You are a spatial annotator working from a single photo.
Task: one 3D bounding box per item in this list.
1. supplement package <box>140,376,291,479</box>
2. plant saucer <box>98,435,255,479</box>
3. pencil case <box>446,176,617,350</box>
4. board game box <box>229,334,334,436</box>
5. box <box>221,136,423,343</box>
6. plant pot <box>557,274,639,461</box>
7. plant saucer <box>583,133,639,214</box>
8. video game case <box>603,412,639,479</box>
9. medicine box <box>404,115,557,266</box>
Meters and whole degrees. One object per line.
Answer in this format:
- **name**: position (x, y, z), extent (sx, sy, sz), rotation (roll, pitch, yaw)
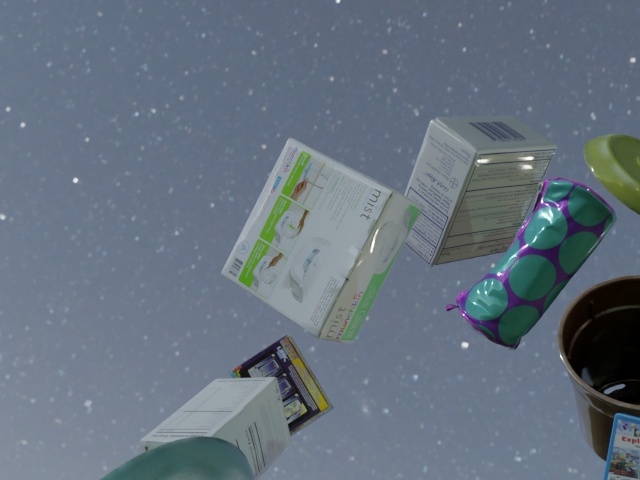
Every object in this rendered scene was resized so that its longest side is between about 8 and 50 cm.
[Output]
- **supplement package**: position (-0.173, 0.346, 1.472), extent (0.139, 0.244, 0.134), rotation (-6, -76, 27)
- **plant saucer**: position (-0.172, 0.338, 0.837), extent (0.043, 0.317, 0.317), rotation (31, -22, 33)
- **pencil case**: position (0.179, 0.019, 0.729), extent (0.070, 0.152, 0.064), rotation (36, 6, 5)
- **board game box**: position (-0.077, 0.294, 1.686), extent (0.141, 0.170, 0.048), rotation (-32, -21, 0)
- **box**: position (0.000, 0.000, 1.419), extent (0.231, 0.262, 0.127), rotation (29, 5, 31)
- **plant pot**: position (0.338, 0.153, 0.911), extent (0.167, 0.167, 0.165), rotation (6, -41, 21)
- **plant saucer**: position (0.574, -0.113, 1.501), extent (0.241, 0.241, 0.037), rotation (24, -52, -7)
- **video game case**: position (0.310, 0.251, 0.767), extent (0.119, 0.166, 0.015), rotation (10, -2, 36)
- **medicine box**: position (0.331, -0.110, 1.869), extent (0.149, 0.263, 0.289), rotation (44, -51, 38)
